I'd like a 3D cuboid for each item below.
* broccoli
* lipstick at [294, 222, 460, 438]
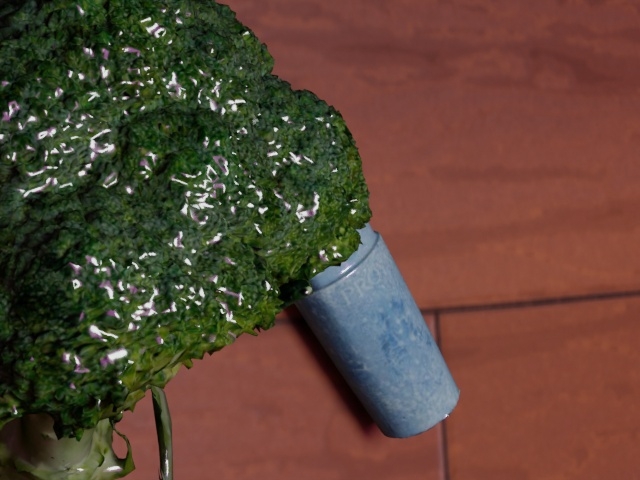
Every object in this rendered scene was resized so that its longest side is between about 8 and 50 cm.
[{"bbox_3d":[-0.124,-0.001,0.845,0.321,0.304,0.283,-18,129,-37],"label":"broccoli"},{"bbox_3d":[0.000,0.000,1.056,0.068,0.061,0.274,-43,114,-31],"label":"lipstick"}]
